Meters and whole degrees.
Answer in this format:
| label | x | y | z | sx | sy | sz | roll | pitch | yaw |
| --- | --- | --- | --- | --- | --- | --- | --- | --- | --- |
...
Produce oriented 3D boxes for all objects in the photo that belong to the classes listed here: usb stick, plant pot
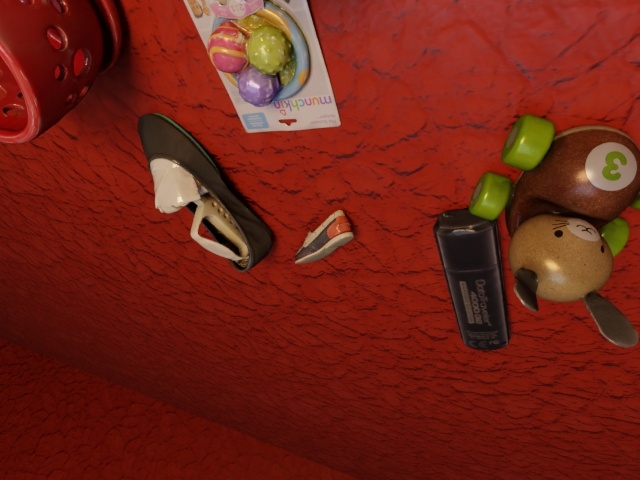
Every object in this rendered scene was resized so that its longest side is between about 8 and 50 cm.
| label | x | y | z | sx | sy | sz | roll | pitch | yaw |
| --- | --- | --- | --- | --- | --- | --- | --- | --- | --- |
| usb stick | 0.221 | 0.067 | 0.571 | 0.077 | 0.045 | 0.277 | -7 | 131 | 24 |
| plant pot | -0.328 | -0.227 | 0.432 | 0.191 | 0.174 | 0.191 | 15 | 139 | 13 |

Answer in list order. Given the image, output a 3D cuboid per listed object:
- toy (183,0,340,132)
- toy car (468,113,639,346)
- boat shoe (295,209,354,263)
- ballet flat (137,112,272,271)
| label | x | y | z | sx | sy | sz | roll | pitch | yaw |
| --- | --- | --- | --- | --- | --- | --- | --- | --- | --- |
| toy | -0.077 | -0.206 | 0.415 | 0.137 | 0.056 | 0.237 | 4 | 136 | 25 |
| toy car | 0.230 | -0.002 | 0.373 | 0.155 | 0.188 | 0.148 | 21 | 141 | 6 |
| boat shoe | 0.000 | 0.000 | 0.617 | 0.137 | 0.049 | 0.043 | -36 | 70 | 50 |
| ballet flat | -0.176 | -0.058 | 0.602 | 0.095 | 0.096 | 0.280 | -17 | 124 | 41 |
